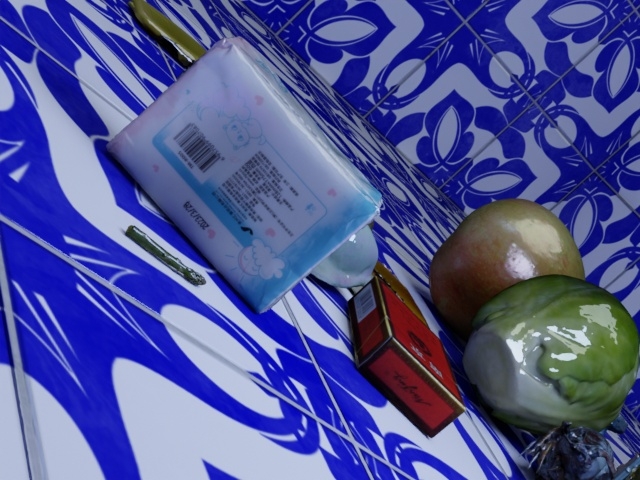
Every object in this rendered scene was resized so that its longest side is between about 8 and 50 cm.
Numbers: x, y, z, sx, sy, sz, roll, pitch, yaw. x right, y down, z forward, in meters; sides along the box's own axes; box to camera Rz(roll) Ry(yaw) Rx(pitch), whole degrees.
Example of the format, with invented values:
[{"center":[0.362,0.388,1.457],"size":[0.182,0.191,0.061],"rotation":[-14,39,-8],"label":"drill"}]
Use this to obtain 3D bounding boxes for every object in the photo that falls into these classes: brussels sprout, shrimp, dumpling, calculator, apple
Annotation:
[{"center":[0.394,0.199,1.927],"size":[0.354,0.281,0.289],"rotation":[-4,30,-45],"label":"brussels sprout"},{"center":[0.411,0.374,1.760],"size":[0.172,0.137,0.372],"rotation":[55,12,19],"label":"shrimp"},{"center":[-0.003,-0.001,1.655],"size":[0.217,0.149,0.105],"rotation":[51,-29,-11],"label":"dumpling"},{"center":[-0.266,-0.369,2.074],"size":[0.236,0.033,0.157],"rotation":[39,14,-30],"label":"calculator"},{"center":[0.379,0.083,2.232],"size":[0.277,0.319,0.319],"rotation":[51,11,18],"label":"apple"}]

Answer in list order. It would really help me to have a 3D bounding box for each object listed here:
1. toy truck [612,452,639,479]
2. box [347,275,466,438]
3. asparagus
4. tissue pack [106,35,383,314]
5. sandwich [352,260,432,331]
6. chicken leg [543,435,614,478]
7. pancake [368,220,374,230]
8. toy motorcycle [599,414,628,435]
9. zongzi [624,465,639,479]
[{"center":[0.642,0.400,2.015],"size":[0.133,0.338,0.184],"rotation":[54,13,32],"label":"toy truck"},{"center":[0.116,0.158,1.566],"size":[0.153,0.074,0.240],"rotation":[49,11,-15],"label":"box"},{"center":[-0.157,0.018,1.157],"size":[0.114,0.014,0.015],"rotation":[41,29,-33],"label":"asparagus"},{"center":[-0.084,-0.077,1.300],"size":[0.271,0.201,0.124],"rotation":[48,8,-3],"label":"tissue pack"},{"center":[0.113,0.094,1.814],"size":[0.193,0.058,0.162],"rotation":[48,10,15],"label":"sandwich"},{"center":[0.468,0.355,2.096],"size":[0.113,0.093,0.304],"rotation":[4,21,-20],"label":"chicken leg"},{"center":[0.007,-0.124,2.211],"size":[0.294,0.049,0.294],"rotation":[47,11,-11],"label":"pancake"},{"center":[0.545,0.338,2.434],"size":[0.260,0.154,0.206],"rotation":[38,-10,-23],"label":"toy motorcycle"},{"center":[0.559,0.478,1.601],"size":[0.356,0.174,0.393],"rotation":[19,12,30],"label":"zongzi"}]
